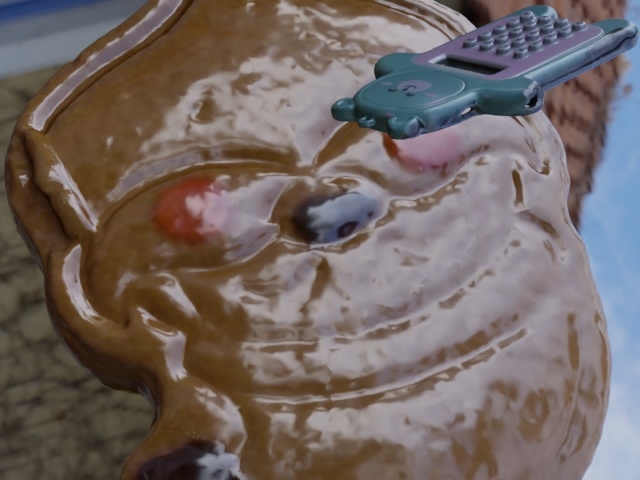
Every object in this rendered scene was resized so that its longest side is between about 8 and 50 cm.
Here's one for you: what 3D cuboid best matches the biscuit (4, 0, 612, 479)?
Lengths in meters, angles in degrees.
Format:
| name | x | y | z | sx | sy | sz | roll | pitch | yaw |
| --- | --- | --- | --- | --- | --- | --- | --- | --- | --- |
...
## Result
| name | x | y | z | sx | sy | sz | roll | pitch | yaw |
| --- | --- | --- | --- | --- | --- | --- | --- | --- | --- |
| biscuit | 0.000 | 0.000 | 0.971 | 0.078 | 0.350 | 0.455 | 109 | -38 | -55 |

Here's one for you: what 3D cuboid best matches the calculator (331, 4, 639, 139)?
| name | x | y | z | sx | sy | sz | roll | pitch | yaw |
| --- | --- | --- | --- | --- | --- | --- | --- | --- | --- |
| calculator | 0.069 | -0.073 | 0.679 | 0.094 | 0.141 | 0.019 | 20 | -52 | 47 |
